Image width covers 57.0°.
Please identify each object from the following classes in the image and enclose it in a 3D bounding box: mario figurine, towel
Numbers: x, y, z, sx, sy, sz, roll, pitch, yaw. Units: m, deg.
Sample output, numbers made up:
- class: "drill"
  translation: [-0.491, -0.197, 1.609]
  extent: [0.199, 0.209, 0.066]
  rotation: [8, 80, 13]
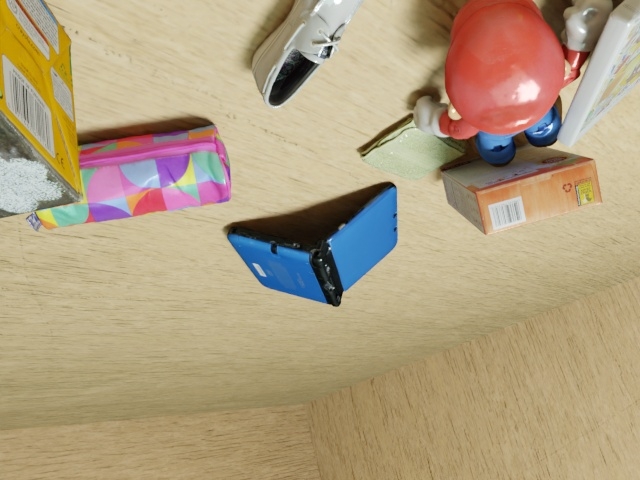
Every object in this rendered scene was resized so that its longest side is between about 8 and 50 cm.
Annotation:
- class: "mario figurine"
  translation: [0.214, -0.198, 0.690]
  extent: [0.198, 0.170, 0.320]
  rotation: [-57, 159, 6]
- class: "towel"
  translation: [0.138, -0.130, 0.869]
  extent: [0.110, 0.027, 0.148]
  rotation: [-31, 152, 36]

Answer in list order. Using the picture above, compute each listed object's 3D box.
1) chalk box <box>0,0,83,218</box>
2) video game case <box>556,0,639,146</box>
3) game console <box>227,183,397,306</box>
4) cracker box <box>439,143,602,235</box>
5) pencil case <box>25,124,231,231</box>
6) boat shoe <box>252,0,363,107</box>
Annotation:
- class: "chalk box"
  translation: [-0.356, -0.110, 0.433]
  extent: [0.289, 0.179, 0.180]
  rotation: [-12, 158, -3]
- class: "video game case"
  translation: [0.364, -0.228, 0.653]
  extent: [0.206, 0.026, 0.227]
  rotation: [-42, 158, -8]
- class: "game console"
  translation: [0.000, 0.000, 1.092]
  extent: [0.251, 0.173, 0.293]
  rotation: [14, 161, 13]
- class: "cracker box"
  translation: [0.277, -0.082, 0.858]
  extent: [0.156, 0.067, 0.232]
  rotation: [-16, -166, 4]
- class: "pencil case"
  translation: [-0.224, -0.075, 0.695]
  extent: [0.237, 0.104, 0.104]
  rotation: [-11, 157, -12]
- class: "boat shoe"
  translation: [-0.008, -0.198, 0.573]
  extent: [0.066, 0.063, 0.184]
  rotation: [9, 149, -43]
